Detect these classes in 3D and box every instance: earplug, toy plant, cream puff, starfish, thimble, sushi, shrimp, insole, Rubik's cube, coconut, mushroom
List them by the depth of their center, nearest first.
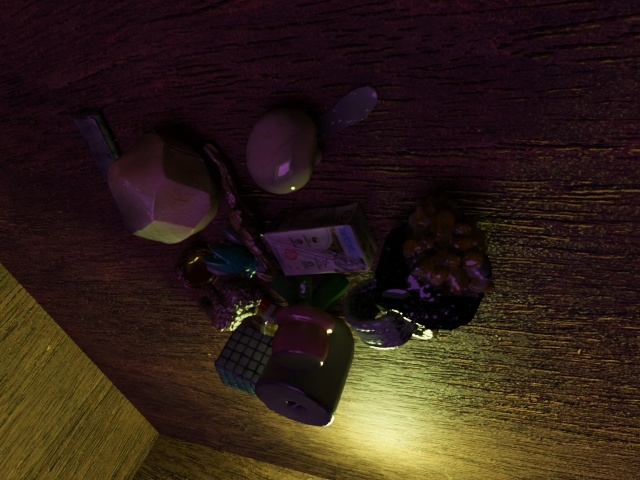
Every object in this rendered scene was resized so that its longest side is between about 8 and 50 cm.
[{"bbox_3d":[0.059,-0.341,1.322,0.247,0.011,0.081,-23,115,42],"label":"insole"},{"bbox_3d":[0.344,0.058,1.346,0.328,0.328,0.285,35,127,-6],"label":"sushi"},{"bbox_3d":[-0.091,-0.250,1.360,0.202,0.246,0.246,1,153,-36],"label":"mushroom"},{"bbox_3d":[-0.512,-0.169,1.556,0.352,0.353,0.353,15,137,14],"label":"coconut"},{"bbox_3d":[-0.260,-0.076,1.577,0.082,0.324,0.432,-22,129,0],"label":"starfish"},{"bbox_3d":[0.208,0.252,1.670,0.245,0.217,0.157,16,148,54],"label":"thimble"},{"bbox_3d":[-0.076,0.259,1.700,0.316,0.356,0.211,3,153,10],"label":"toy plant"},{"bbox_3d":[0.333,0.267,1.754,0.198,0.051,0.262,12,139,18],"label":"shrimp"},{"bbox_3d":[-0.032,0.464,1.878,0.312,0.394,0.313,17,142,13],"label":"earplug"},{"bbox_3d":[-0.519,0.103,1.978,0.183,0.183,0.169,53,158,-26],"label":"cream puff"},{"bbox_3d":[-0.315,0.552,2.216,0.236,0.238,0.237,18,148,14],"label":"Rubik's cube"}]

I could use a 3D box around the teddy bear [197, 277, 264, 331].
[{"bbox_3d":[-0.357,0.229,1.908,0.246,0.223,0.296,31,178,-17],"label":"teddy bear"}]

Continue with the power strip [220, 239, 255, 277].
[{"bbox_3d":[-0.331,0.076,1.923,0.081,0.035,0.192,-20,119,40],"label":"power strip"}]

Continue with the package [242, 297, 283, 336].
[{"bbox_3d":[-0.239,0.331,2.077,0.223,0.108,0.288,22,141,9],"label":"package"}]

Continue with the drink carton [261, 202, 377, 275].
[{"bbox_3d":[-0.001,0.000,1.602,0.324,0.132,0.194,-5,128,30],"label":"drink carton"}]

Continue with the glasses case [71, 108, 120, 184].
[{"bbox_3d":[-0.778,-0.321,1.745,0.114,0.060,0.299,8,134,21],"label":"glasses case"}]

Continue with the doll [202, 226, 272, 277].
[{"bbox_3d":[-0.320,0.074,1.817,0.258,0.195,0.153,48,177,-33],"label":"doll"}]
